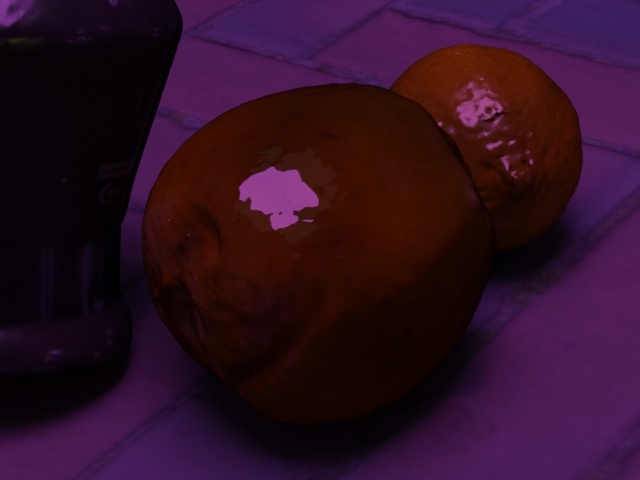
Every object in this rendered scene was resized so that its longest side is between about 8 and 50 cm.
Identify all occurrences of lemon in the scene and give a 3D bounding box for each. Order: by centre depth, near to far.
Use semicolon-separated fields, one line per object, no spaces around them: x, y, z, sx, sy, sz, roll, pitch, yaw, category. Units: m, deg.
0.144;-0.087;1.527;0.188;0.188;0.257;-12;25;-8;lemon

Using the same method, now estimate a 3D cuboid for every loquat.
0.000;0.000;1.332;0.284;0.276;0.276;-33;38;-16;loquat

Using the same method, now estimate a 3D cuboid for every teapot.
-0.294;-0.068;1.380;0.305;0.362;0.376;13;17;40;teapot
